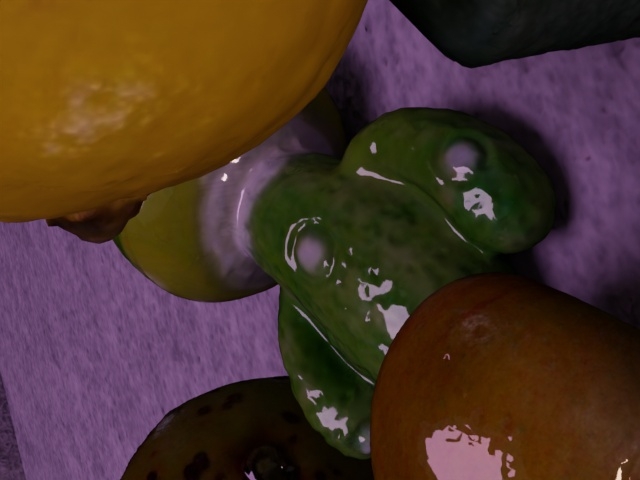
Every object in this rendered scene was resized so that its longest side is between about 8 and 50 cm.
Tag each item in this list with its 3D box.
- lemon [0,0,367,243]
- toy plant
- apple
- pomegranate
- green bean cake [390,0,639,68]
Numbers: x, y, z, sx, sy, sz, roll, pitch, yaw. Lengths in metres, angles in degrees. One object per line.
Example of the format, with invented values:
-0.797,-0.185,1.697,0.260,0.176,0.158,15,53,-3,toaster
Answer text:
-0.111,-0.155,0.415,0.297,0.297,0.297,31,126,54,lemon
0.000,0.000,0.731,0.316,0.184,0.224,31,109,41,toy plant
0.108,0.108,0.545,0.182,0.182,0.155,27,89,56,apple
-0.038,0.240,0.808,0.231,0.231,0.286,39,131,50,pomegranate
0.093,-0.266,0.453,0.308,0.169,0.300,65,151,22,green bean cake
